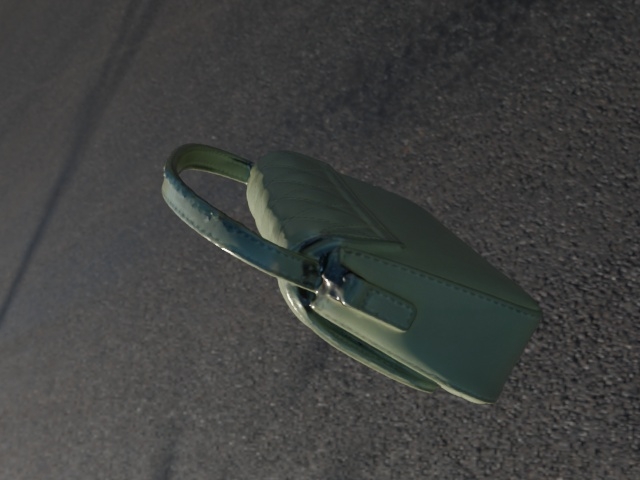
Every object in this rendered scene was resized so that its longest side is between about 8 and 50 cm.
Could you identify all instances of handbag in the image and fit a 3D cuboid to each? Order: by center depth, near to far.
[{"bbox_3d":[0.000,0.000,0.505,0.079,0.219,0.256,-64,16,10],"label":"handbag"}]
